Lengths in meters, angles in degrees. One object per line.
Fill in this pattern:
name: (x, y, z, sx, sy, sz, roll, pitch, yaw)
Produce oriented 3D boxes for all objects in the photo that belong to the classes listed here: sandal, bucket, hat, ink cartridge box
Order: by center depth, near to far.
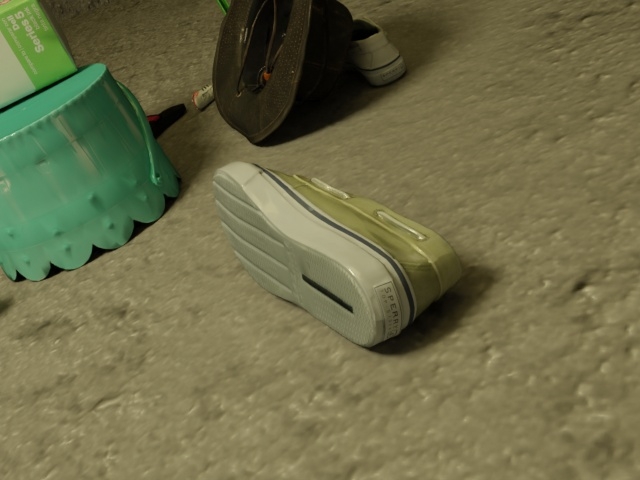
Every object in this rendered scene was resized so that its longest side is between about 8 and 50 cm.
bucket: (-0.344, -0.098, 1.061, 0.281, 0.183, 0.281, -19, 28, 10)
ink cartridge box: (-0.488, -0.243, 1.097, 0.273, 0.114, 0.198, -28, 33, -7)
hat: (-0.035, -0.286, 1.127, 0.134, 0.331, 0.331, 4, 14, -27)
sandal: (-0.293, -0.192, 1.341, 0.067, 0.040, 0.179, -5, 33, 35)

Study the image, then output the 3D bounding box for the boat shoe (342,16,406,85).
boat shoe: (0.064, -0.289, 1.166, 0.083, 0.075, 0.226, -29, 27, -6)

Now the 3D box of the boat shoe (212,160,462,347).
boat shoe: (0.000, 0.000, 0.703, 0.094, 0.109, 0.302, -21, 32, -25)

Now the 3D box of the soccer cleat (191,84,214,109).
soccer cleat: (-0.194, -0.249, 1.372, 0.036, 0.029, 0.083, -20, 23, 21)

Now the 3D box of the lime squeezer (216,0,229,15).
lime squeezer: (-0.104, -0.338, 1.386, 0.059, 0.110, 0.310, -22, 53, -28)
